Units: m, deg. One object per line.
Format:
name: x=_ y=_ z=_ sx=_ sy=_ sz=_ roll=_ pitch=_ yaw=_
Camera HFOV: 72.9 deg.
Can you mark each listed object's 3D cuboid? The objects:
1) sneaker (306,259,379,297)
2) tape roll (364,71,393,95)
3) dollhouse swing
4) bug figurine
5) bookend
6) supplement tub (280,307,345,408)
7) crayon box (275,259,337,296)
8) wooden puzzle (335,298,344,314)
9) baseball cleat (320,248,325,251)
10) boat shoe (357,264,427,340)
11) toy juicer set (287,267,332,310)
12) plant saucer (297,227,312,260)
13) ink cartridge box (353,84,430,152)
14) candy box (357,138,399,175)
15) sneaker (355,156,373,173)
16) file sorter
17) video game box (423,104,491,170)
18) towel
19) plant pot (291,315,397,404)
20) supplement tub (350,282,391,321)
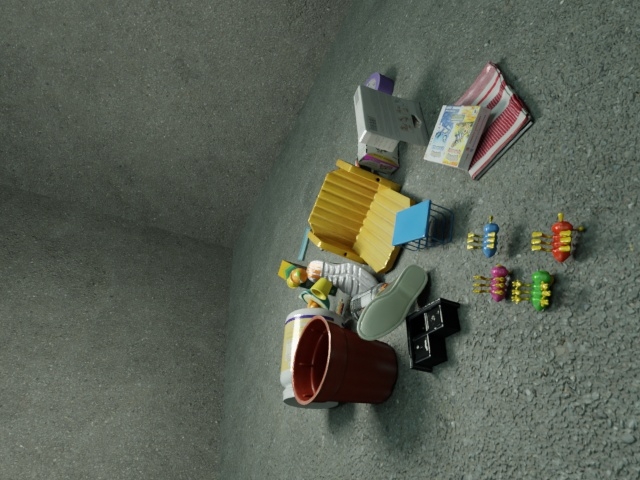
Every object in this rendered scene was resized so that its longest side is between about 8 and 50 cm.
sneaker: x=0.118 y=0.140 z=1.714 sx=0.321 sy=0.180 sz=0.124 roll=18 pitch=96 yaw=34
tape roll: x=0.261 y=-0.693 z=2.060 sx=0.189 sy=0.080 sz=0.188 roll=-48 pitch=33 yaw=45
dollhouse swing: x=0.140 y=-0.086 z=1.640 sx=0.305 sy=0.315 sz=0.346 roll=-98 pitch=31 yaw=-75
bug figurine: x=0.464 y=0.046 z=1.008 sx=0.279 sy=0.072 sz=0.216 roll=3 pitch=83 yaw=63
bookend: x=0.316 y=0.264 z=1.199 sx=0.156 sy=0.072 sz=0.157 roll=-46 pitch=34 yaw=48
supplement tub: x=-0.028 y=0.451 z=1.659 sx=0.241 sy=0.241 sz=0.331 roll=-45 pitch=33 yaw=49
crayon box: x=-0.071 y=0.169 z=2.031 sx=0.323 sy=0.203 sz=0.083 roll=12 pitch=85 yaw=68
wooden puzzle: x=0.082 y=0.288 z=1.839 sx=0.049 sy=0.006 sz=0.083 roll=-2 pitch=72 yaw=67
baseball cleat: x=0.000 y=0.000 z=2.175 sx=0.206 sy=0.072 sz=0.109 roll=-179 pitch=90 yaw=-77
boat shoe: x=0.214 y=0.198 z=1.317 sx=0.305 sy=0.109 sz=0.091 roll=-42 pitch=-13 yaw=-28
toy juicer set: x=-0.049 y=0.230 z=1.740 sx=0.089 sy=0.209 sz=0.329 roll=-54 pitch=-23 yaw=-26
plant saucer: x=-0.086 y=0.021 z=2.440 sx=0.067 sy=0.018 sz=0.191 roll=-1 pitch=74 yaw=68
ink cartridge box: x=0.264 y=-0.448 z=1.631 sx=0.066 sy=0.261 sz=0.296 roll=119 pitch=158 yaw=-47
candy box: x=0.237 y=-0.397 z=1.782 sx=0.071 sy=0.159 sz=0.233 roll=-45 pitch=35 yaw=52
sneaker: x=0.182 y=-0.264 z=1.906 sx=0.270 sy=0.090 sz=0.144 roll=-87 pitch=13 yaw=-52
file sorter: x=0.323 y=-0.039 z=1.372 sx=0.170 sy=0.105 sz=0.118 roll=-23 pitch=53 yaw=63
video game box: x=0.420 y=-0.326 z=1.356 sx=0.205 sy=0.048 sz=0.187 roll=-135 pitch=58 yaw=-66
towel: x=0.491 y=-0.367 z=1.312 sx=0.237 sy=0.037 sz=0.328 roll=-54 pitch=28 yaw=40
plant pot: x=0.083 y=0.404 z=1.393 sx=0.272 sy=0.265 sz=0.272 roll=-51 pitch=30 yaw=44
supplement tub: x=0.195 y=0.213 z=1.472 sx=0.190 sy=0.117 sz=0.116 roll=-37 pitch=40 yaw=55
